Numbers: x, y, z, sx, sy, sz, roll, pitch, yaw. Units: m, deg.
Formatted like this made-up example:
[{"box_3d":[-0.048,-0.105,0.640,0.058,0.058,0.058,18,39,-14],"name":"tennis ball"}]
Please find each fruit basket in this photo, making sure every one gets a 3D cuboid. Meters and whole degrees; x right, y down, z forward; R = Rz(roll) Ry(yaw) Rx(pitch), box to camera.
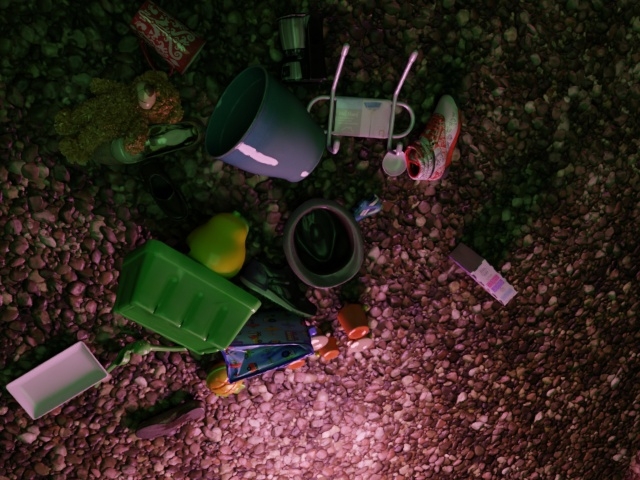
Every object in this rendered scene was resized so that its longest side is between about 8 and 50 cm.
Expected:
[{"box_3d":[-0.345,0.091,1.539,0.392,0.283,0.392,13,68,-35],"name":"fruit basket"}]

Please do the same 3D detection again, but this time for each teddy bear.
[{"box_3d":[-0.531,-0.326,1.405,0.337,0.245,0.113,-8,153,8],"name":"teddy bear"}]

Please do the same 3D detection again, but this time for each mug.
[{"box_3d":[-0.408,-0.515,1.414,0.169,0.113,0.150,37,95,-20],"name":"mug"}]

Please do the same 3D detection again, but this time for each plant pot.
[{"box_3d":[-0.133,-0.295,1.495,0.255,0.271,0.272,25,102,-36],"name":"plant pot"}]

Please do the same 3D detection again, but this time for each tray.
[{"box_3d":[-0.811,0.429,1.688,0.270,0.030,0.145,-31,107,-2],"name":"tray"}]

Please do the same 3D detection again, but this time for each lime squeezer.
[{"box_3d":[-0.591,0.367,1.727,0.310,0.059,0.110,-23,146,-6],"name":"lime squeezer"}]

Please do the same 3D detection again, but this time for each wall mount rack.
[{"box_3d":[0.141,-0.404,1.585,0.350,0.130,0.304,0,108,-15],"name":"wall mount rack"}]

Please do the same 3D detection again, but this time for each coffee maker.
[{"box_3d":[-0.031,-0.522,1.492,0.171,0.120,0.178,-8,104,-9],"name":"coffee maker"}]

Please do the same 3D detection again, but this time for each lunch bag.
[{"box_3d":[-0.159,0.299,1.705,0.293,0.221,0.138,-11,112,-7],"name":"lunch bag"}]

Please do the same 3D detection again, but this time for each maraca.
[{"box_3d":[-0.311,0.466,1.805,0.127,0.099,0.186,-14,138,-7],"name":"maraca"}]

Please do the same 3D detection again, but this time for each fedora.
[{"box_3d":[0.000,0.000,1.697,0.243,0.124,0.275,-29,106,-5],"name":"fedora"}]

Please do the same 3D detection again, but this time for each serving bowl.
[{"box_3d":[0.231,-0.247,1.720,0.083,0.027,0.083,-4,110,-12],"name":"serving bowl"}]

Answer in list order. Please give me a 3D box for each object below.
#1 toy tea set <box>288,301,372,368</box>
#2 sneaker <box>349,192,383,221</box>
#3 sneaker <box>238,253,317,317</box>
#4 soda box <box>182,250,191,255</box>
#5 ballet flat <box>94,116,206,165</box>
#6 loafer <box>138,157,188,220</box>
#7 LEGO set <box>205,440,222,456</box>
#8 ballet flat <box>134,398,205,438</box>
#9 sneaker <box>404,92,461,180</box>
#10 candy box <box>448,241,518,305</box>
[{"box_3d":[0.017,0.313,1.844,0.336,0.124,0.200,-13,142,-13],"name":"toy tea set"},{"box_3d":[0.128,-0.101,1.735,0.144,0.053,0.059,-29,115,-12],"name":"sneaker"},{"box_3d":[-0.108,0.143,1.736,0.283,0.107,0.124,31,93,-22],"name":"sneaker"},{"box_3d":[-0.361,0.056,1.657,0.183,0.063,0.058,-22,114,-6],"name":"soda box"},{"box_3d":[-0.468,-0.273,1.486,0.316,0.106,0.108,-18,113,-7],"name":"ballet flat"},{"box_3d":[-0.440,-0.127,1.539,0.080,0.078,0.220,-30,135,-2],"name":"loafer"},{"box_3d":[-0.379,0.729,1.924,0.054,0.023,0.083,-11,125,-8],"name":"LEGO set"},{"box_3d":[-0.503,0.593,1.827,0.249,0.058,0.084,-25,135,1],"name":"ballet flat"},{"box_3d":[0.341,-0.313,1.674,0.145,0.090,0.270,-9,116,-31],"name":"sneaker"},{"box_3d":[0.554,0.112,1.859,0.196,0.165,0.070,39,97,-23],"name":"candy box"}]
